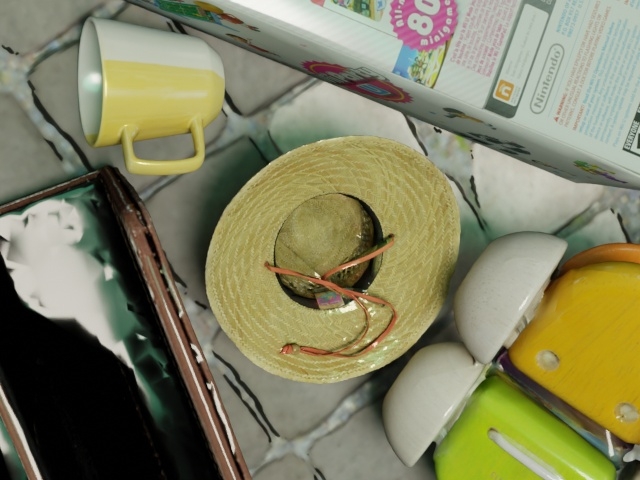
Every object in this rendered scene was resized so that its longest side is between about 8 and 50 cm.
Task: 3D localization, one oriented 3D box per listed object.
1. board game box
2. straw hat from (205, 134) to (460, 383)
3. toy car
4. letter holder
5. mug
[{"bbox_3d":[0.071,-0.178,0.509,0.303,0.097,0.224,19,91,-19],"label":"board game box"},{"bbox_3d":[0.000,0.000,0.530,0.144,0.061,0.144,-8,121,-14],"label":"straw hat"},{"bbox_3d":[0.136,0.080,0.544,0.159,0.136,0.182,35,115,10],"label":"toy car"},{"bbox_3d":[-0.097,0.139,0.440,0.152,0.214,0.302,-22,103,-12],"label":"letter holder"},{"bbox_3d":[-0.082,-0.070,0.498,0.064,0.062,0.078,-3,91,-25],"label":"mug"}]
